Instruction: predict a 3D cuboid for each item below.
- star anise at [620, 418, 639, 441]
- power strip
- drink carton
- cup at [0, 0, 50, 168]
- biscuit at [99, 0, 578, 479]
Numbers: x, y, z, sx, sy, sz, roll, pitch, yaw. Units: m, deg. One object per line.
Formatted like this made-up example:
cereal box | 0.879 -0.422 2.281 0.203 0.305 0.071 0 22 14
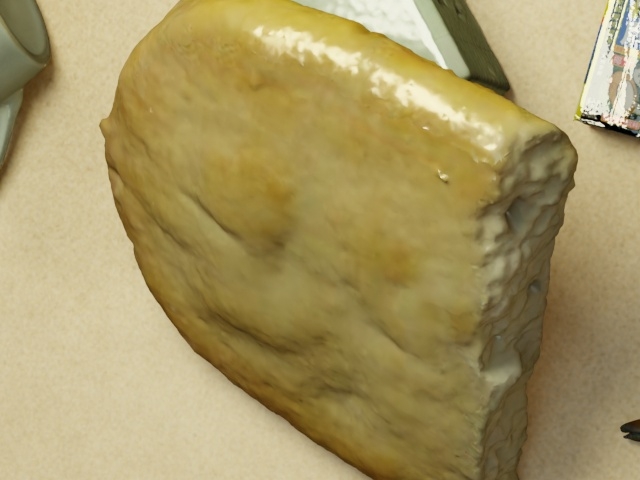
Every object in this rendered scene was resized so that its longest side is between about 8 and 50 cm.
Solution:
star anise | 0.361 0.147 1.498 0.288 0.088 0.288 -1 89 34
power strip | 0.039 -0.189 1.600 0.139 0.140 0.224 -31 79 19
drink carton | 0.265 -0.167 1.558 0.071 0.056 0.166 16 94 18
cup | -0.362 -0.138 1.752 0.234 0.186 0.258 -23 111 11
biscuit | -0.001 0.001 1.524 0.446 0.104 0.429 32 141 19
